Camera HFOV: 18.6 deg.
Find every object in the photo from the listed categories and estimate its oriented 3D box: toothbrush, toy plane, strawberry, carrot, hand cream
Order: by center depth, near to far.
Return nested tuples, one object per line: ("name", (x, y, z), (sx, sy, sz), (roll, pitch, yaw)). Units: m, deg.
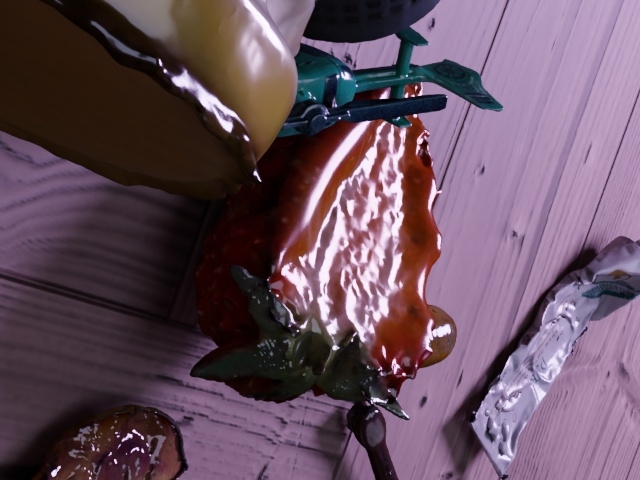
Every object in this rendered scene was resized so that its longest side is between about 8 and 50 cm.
("toy plane", (-0.008, -0.090, 1.127), (0.235, 0.096, 0.060), (-9, 119, -32))
("strawberry", (-0.009, -0.010, 1.206), (0.174, 0.098, 0.228), (23, 65, -41))
("carrot", (0.026, 0.072, 1.339), (0.191, 0.047, 0.047), (-5, 110, -48))
("toothbrush", (0.072, 0.248, 1.491), (0.041, 0.041, 0.364), (-49, 140, -29))
("hand cream", (0.202, 0.077, 1.585), (0.257, 0.050, 0.084), (-47, 138, -22))

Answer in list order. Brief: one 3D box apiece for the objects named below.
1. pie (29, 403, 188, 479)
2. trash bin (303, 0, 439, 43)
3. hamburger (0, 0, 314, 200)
("pie", (-0.138, 0.146, 1.145), (0.170, 0.034, 0.092), (-38, 138, -38))
("trash bin", (0.009, -0.202, 1.084), (0.175, 0.175, 0.161), (-49, 154, -29))
("hamburger", (-0.110, -0.159, 0.817), (0.186, 0.261, 0.303), (-65, 162, -10))
